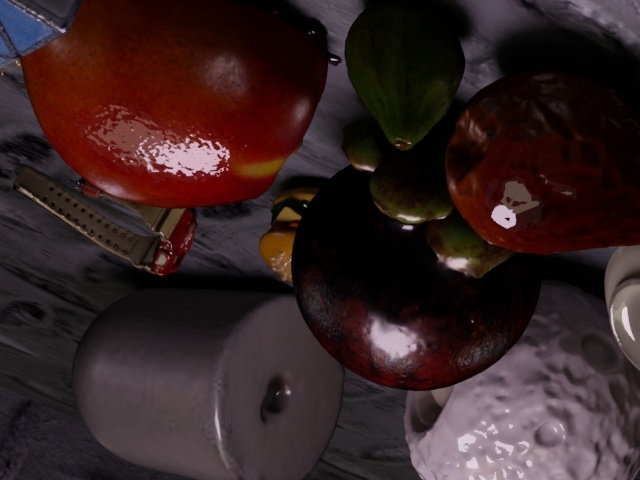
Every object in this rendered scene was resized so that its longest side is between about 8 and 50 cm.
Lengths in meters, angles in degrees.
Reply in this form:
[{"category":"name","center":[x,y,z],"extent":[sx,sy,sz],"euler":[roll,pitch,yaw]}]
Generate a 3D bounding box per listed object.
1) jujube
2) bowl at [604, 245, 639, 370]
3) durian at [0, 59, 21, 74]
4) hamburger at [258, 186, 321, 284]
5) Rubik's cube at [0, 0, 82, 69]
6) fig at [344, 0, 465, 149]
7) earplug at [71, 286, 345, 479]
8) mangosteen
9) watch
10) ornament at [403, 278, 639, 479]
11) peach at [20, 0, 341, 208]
[{"category":"jujube","center":[0.253,-0.071,1.537],"extent":[0.255,0.190,0.190],"euler":[13,164,-30]},{"category":"bowl","center":[0.401,0.074,1.654],"extent":[0.237,0.126,0.238],"euler":[33,138,36]},{"category":"durian","center":[-0.413,-0.253,1.768],"extent":[0.195,0.186,0.305],"euler":[-2,151,-9]},{"category":"hamburger","center":[0.000,0.000,1.984],"extent":[0.162,0.115,0.162],"euler":[16,156,7]},{"category":"Rubik's cube","center":[-0.324,-0.301,1.422],"extent":[0.205,0.207,0.205],"euler":[33,156,-27]},{"category":"fig","center":[0.078,-0.154,1.506],"extent":[0.123,0.156,0.123],"euler":[11,155,5]},{"category":"earplug","center":[-0.205,0.231,2.441],"extent":[0.394,0.313,0.312],"euler":[2,153,38]},{"category":"mangosteen","center":[0.114,0.020,1.736],"extent":[0.311,0.311,0.311],"euler":[16,158,7]},{"category":"watch","center":[-0.305,-0.049,2.179],"extent":[0.268,0.102,0.165],"euler":[32,150,-6]},{"category":"ornament","center":[0.278,0.213,1.977],"extent":[0.337,0.337,0.337],"euler":[16,158,7]},{"category":"peach","center":[-0.175,-0.146,1.619],"extent":[0.361,0.201,0.257],"euler":[15,163,-22]}]
